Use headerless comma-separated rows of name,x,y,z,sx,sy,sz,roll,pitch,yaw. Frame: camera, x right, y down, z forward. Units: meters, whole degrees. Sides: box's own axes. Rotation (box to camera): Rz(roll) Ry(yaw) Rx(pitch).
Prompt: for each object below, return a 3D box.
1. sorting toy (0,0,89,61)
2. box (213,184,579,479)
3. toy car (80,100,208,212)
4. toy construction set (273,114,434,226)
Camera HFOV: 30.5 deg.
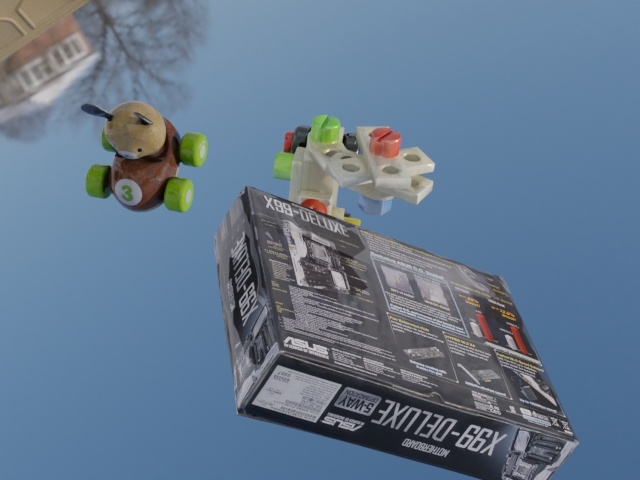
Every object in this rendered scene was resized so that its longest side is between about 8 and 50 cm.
sorting toy,-0.423,-0.330,1.472,0.229,0.041,0.307,-30,160,1
box,0.061,0.088,1.079,0.076,0.307,0.242,-58,-153,27
toy car,-0.267,-0.138,1.681,0.155,0.188,0.149,10,-110,13
toy construction set,0.000,0.000,1.221,0.215,0.151,0.327,-75,-173,-57
